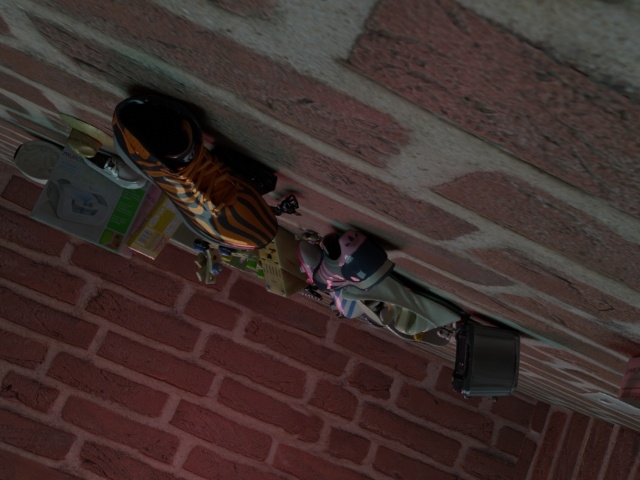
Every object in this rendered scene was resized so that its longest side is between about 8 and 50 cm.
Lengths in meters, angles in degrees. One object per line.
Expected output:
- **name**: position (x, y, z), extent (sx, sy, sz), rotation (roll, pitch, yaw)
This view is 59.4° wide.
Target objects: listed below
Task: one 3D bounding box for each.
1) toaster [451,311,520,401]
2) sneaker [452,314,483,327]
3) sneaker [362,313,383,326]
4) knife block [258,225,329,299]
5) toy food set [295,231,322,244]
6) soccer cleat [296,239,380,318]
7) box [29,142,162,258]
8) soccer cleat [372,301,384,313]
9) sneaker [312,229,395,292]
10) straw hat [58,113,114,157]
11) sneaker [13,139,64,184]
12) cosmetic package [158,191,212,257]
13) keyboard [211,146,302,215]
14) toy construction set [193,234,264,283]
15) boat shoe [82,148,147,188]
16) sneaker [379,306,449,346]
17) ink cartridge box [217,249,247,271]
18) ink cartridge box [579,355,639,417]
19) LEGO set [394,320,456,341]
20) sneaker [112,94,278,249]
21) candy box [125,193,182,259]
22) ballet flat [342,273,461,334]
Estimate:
- **toaster**: position (0.438, 0.309, 1.488), extent (0.146, 0.227, 0.129), rotation (7, 172, -4)
- **sneaker**: position (0.421, 0.244, 1.597), extent (0.067, 0.042, 0.118), rotation (21, 178, 35)
- **sneaker**: position (0.208, 0.279, 2.173), extent (0.223, 0.083, 0.098), rotation (29, 164, -26)
- **knife block**: position (-0.048, 0.046, 1.576), extent (0.088, 0.242, 0.276), rotation (12, 120, 44)
- **toy food set**: position (0.000, 0.000, 1.354), extent (0.122, 0.019, 0.078), rotation (15, 170, 1)
- **soccer cleat**: position (0.055, 0.091, 1.511), extent (0.143, 0.116, 0.331), rotation (-23, 136, 14)
- **box**: position (-0.612, -0.108, 1.558), extent (0.262, 0.231, 0.127), rotation (24, 172, 0)
- **soccer cleat**: position (0.196, 0.223, 1.960), extent (0.072, 0.060, 0.179), rotation (16, 165, 30)
- **sneaker**: position (0.042, 0.036, 1.234), extent (0.131, 0.112, 0.319), rotation (48, 157, -11)
- **straw hat**: position (-0.536, -0.223, 1.272), extent (0.144, 0.061, 0.144), rotation (23, 169, 4)
- **sneaker**: position (-0.766, -0.190, 1.768), extent (0.322, 0.130, 0.236), rotation (16, 164, 13)
- **cosmetic package**: position (-0.468, -0.063, 1.768), extent (0.296, 0.129, 0.153), rotation (30, 167, -30)
- **keyboard**: position (-0.142, -0.103, 1.092), extent (0.201, 0.033, 0.317), rotation (34, 168, -17)
- **toy construction set**: position (-0.249, 0.034, 1.655), extent (0.327, 0.151, 0.215), rotation (-8, 155, 28)
- **boat shoe**: position (-0.540, -0.194, 1.459), extent (0.184, 0.066, 0.063), rotation (32, 172, 8)
- **sneaker**: position (0.309, 0.311, 2.018), extent (0.295, 0.105, 0.147), rotation (23, 166, -23)
- **ink cartridge box**: position (-0.344, 0.017, 1.964), extent (0.209, 0.109, 0.062), rotation (27, 170, -24)
- **ink cartridge box**: position (0.705, 0.308, 1.060), extent (0.353, 0.119, 0.207), rotation (19, 170, 17)
- **LEGO set**: position (0.329, 0.284, 1.872), extent (0.227, 0.093, 0.087), rotation (25, 170, -8)
- **sneaker**: position (-0.191, -0.097, 0.869), extent (0.321, 0.125, 0.180), rotation (37, 166, -12)
- **candy box**: position (-0.432, -0.051, 1.534), extent (0.027, 0.206, 0.105), rotation (35, 177, 30)
- **ballet flat**: position (0.203, 0.171, 1.458), extent (0.400, 0.139, 0.139), rotation (29, 169, -32)
